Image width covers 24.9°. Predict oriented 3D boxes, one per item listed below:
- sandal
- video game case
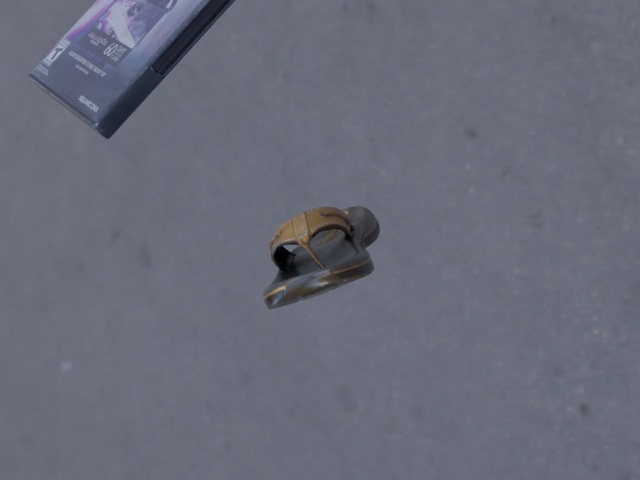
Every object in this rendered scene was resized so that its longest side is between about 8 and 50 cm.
[{"bbox_3d":[0.000,0.000,1.135,0.090,0.219,0.060,-22,101,17],"label":"sandal"},{"bbox_3d":[-0.145,-0.225,1.348,0.274,0.026,0.196,-49,34,-4],"label":"video game case"}]
